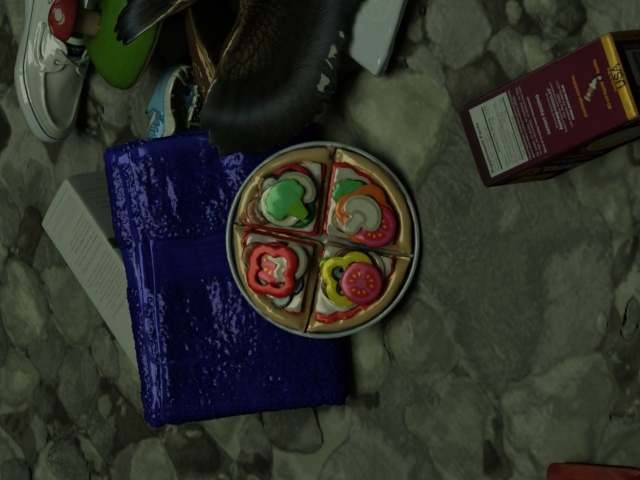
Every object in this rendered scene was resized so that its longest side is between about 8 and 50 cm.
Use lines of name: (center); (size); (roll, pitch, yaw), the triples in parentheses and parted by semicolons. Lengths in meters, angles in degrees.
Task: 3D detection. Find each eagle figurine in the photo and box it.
eagle figurine: (-0.072, -0.257, 1.931); (0.298, 0.225, 0.226); (117, 160, -57)

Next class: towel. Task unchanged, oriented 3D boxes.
towel: (-0.099, 0.035, 2.044); (0.227, 0.076, 0.308); (-8, 92, 5)

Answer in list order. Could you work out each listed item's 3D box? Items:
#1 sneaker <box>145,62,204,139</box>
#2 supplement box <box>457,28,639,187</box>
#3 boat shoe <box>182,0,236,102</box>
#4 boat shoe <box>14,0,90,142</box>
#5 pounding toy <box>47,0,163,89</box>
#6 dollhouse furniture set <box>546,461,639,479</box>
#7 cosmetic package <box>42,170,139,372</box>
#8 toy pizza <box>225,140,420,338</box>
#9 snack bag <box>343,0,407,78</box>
sneaker: (-0.165, -0.124, 2.189); (0.073, 0.063, 0.162); (38, 118, 55)
supplement box: (0.231, -0.118, 1.751); (0.188, 0.104, 0.081); (-26, 78, 44)
boat shoe: (-0.116, -0.188, 2.114); (0.060, 0.064, 0.178); (-30, 77, 42)
boat shoe: (-0.307, -0.227, 2.283); (0.076, 0.083, 0.226); (1, 96, 46)
pounding toy: (-0.233, -0.289, 2.134); (0.183, 0.110, 0.237); (-121, 46, -61)
dollhouse furniture set: (0.307, 0.294, 1.681); (0.374, 0.201, 0.152); (0, 96, 38)
cosmetic package: (-0.203, 0.030, 2.196); (0.231, 0.117, 0.085); (52, 130, 25)
toy pizza: (0.000, 0.000, 1.978); (0.201, 0.032, 0.201); (1, 93, 11)
snack bag: (0.018, -0.373, 1.975); (0.323, 0.037, 0.342); (39, 124, 35)
